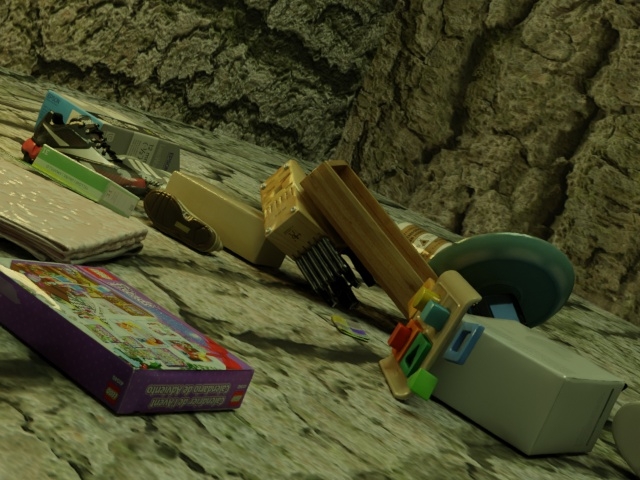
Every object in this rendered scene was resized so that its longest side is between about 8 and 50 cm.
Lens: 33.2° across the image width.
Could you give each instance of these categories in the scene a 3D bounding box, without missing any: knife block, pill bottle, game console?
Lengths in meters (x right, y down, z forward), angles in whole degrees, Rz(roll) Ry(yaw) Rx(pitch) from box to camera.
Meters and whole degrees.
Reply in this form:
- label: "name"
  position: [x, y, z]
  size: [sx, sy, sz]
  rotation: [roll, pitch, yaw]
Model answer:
- label: "knife block"
  position: [0.000, 0.000, 2.078]
  size: [0.242, 0.088, 0.275]
  rotation: [41, 20, -29]
- label: "pill bottle"
  position: [0.222, 0.029, 2.658]
  size: [0.229, 0.131, 0.131]
  rotation: [28, 10, 33]
- label: "game console"
  position: [0.427, 0.195, 2.001]
  size: [0.293, 0.173, 0.250]
  rotation: [4, 65, -66]

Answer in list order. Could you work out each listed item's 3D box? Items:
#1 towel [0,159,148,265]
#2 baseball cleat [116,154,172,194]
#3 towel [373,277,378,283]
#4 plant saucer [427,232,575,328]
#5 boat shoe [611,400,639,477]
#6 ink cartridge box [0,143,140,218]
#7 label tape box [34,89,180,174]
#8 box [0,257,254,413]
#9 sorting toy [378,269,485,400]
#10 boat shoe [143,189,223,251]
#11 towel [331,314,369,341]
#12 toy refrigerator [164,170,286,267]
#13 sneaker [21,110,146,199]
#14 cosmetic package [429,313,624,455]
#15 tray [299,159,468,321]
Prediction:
- label: "towel"
  position: [-0.460, -0.047, 1.662]
  size: [0.317, 0.053, 0.332]
  rotation: [25, 9, 9]
- label: "baseball cleat"
  position: [-0.374, -0.128, 2.305]
  size: [0.206, 0.072, 0.109]
  rotation: [10, 22, -41]
- label: "towel"
  position: [0.149, 0.084, 2.483]
  size: [0.110, 0.027, 0.148]
  rotation: [14, 14, -40]
- label: "plant saucer"
  position: [0.361, 0.104, 2.195]
  size: [0.318, 0.317, 0.043]
  rotation: [20, 45, -18]
- label: "boat shoe"
  position: [0.623, 0.374, 1.693]
  size: [0.341, 0.127, 0.158]
  rotation: [36, 8, 27]
- label: "ink cartridge box"
  position: [-0.455, -0.121, 1.946]
  size: [0.171, 0.056, 0.235]
  rotation: [27, -6, 23]
- label: "label tape box"
  position: [-0.471, -0.238, 2.585]
  size: [0.249, 0.115, 0.348]
  rotation: [30, 13, 40]
- label: "box"
  position: [-0.247, 0.107, 1.253]
  size: [0.293, 0.057, 0.201]
  rotation: [29, 11, 34]
- label: "sorting toy"
  position: [0.155, 0.134, 1.648]
  size: [0.047, 0.196, 0.347]
  rotation: [34, 6, -11]
- label: "boat shoe"
  position: [-0.262, -0.030, 2.056]
  size: [0.190, 0.068, 0.072]
  rotation: [39, 3, 28]
- label: "towel"
  position: [0.052, 0.153, 1.882]
  size: [0.060, 0.009, 0.083]
  rotation: [21, 9, -13]
- label: "toy refrigerator"
  position: [-0.192, -0.039, 2.169]
  size: [0.270, 0.094, 0.102]
  rotation: [29, 7, 28]
- label: "sneaker"
  position: [-0.463, -0.175, 2.156]
  size: [0.276, 0.135, 0.098]
  rotation: [26, 7, 11]
- label: "cosmetic package"
  position: [0.316, 0.225, 1.691]
  size: [0.224, 0.138, 0.225]
  rotation: [30, 10, 38]
- label: "tray"
  position: [0.130, 0.027, 2.060]
  size: [0.411, 0.076, 0.203]
  rotation: [51, 12, 4]
